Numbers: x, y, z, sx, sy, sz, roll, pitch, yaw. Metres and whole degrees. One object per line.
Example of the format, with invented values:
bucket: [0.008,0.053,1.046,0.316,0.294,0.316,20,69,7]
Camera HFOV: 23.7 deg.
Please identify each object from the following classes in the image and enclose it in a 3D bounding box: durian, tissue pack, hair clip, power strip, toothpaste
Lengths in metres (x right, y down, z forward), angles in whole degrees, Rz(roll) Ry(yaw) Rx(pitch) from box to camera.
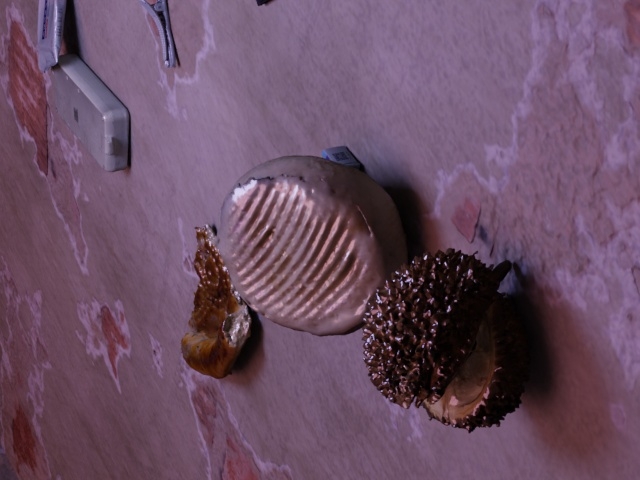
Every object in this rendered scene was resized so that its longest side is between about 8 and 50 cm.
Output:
durian: [0.143,0.099,1.604,0.167,0.196,0.196,29,129,44]
tissue pack: [-0.466,-0.389,2.650,0.122,0.026,0.193,9,94,64]
hair clip: [-0.241,-0.313,2.277,0.030,0.039,0.115,11,116,67]
power strip: [-0.396,-0.221,2.619,0.270,0.046,0.118,45,141,45]
toothpaste: [0.018,-0.041,1.913,0.046,0.034,0.164,55,148,42]

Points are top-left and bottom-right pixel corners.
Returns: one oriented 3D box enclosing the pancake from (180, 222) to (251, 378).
pancake: [-0.176,0.095,2.341,0.266,0.057,0.244,1,104,64]

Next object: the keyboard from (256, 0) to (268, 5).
keyboard: [-0.043,-0.344,1.895,0.204,0.013,0.061,-14,91,64]

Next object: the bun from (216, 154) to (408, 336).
bun: [0.000,0.000,1.824,0.239,0.141,0.239,14,124,21]
